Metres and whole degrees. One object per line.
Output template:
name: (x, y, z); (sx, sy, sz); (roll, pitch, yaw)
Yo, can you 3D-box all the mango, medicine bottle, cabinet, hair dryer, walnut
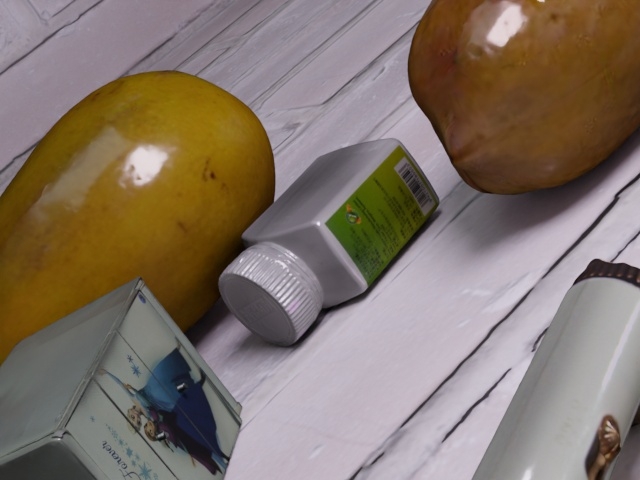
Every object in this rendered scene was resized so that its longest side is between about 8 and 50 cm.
mango: (-0.225, 0.027, 1.077); (0.445, 0.232, 0.300); (-52, 12, -14)
medicine bottle: (0.000, 0.000, 0.992); (0.188, 0.088, 0.132); (-47, 22, -29)
cabinet: (-0.167, 0.157, 0.823); (0.150, 0.145, 0.206); (-27, 21, 22)
hair dryer: (0.100, 0.122, 0.514); (0.203, 0.128, 0.362); (-15, 27, 43)
walnut: (0.179, -0.152, 0.903); (0.203, 0.203, 0.298); (-11, 25, 47)

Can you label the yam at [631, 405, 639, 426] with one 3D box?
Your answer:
yam: (0.216, 0.066, 0.600); (0.145, 0.032, 0.032); (-29, 21, 18)
